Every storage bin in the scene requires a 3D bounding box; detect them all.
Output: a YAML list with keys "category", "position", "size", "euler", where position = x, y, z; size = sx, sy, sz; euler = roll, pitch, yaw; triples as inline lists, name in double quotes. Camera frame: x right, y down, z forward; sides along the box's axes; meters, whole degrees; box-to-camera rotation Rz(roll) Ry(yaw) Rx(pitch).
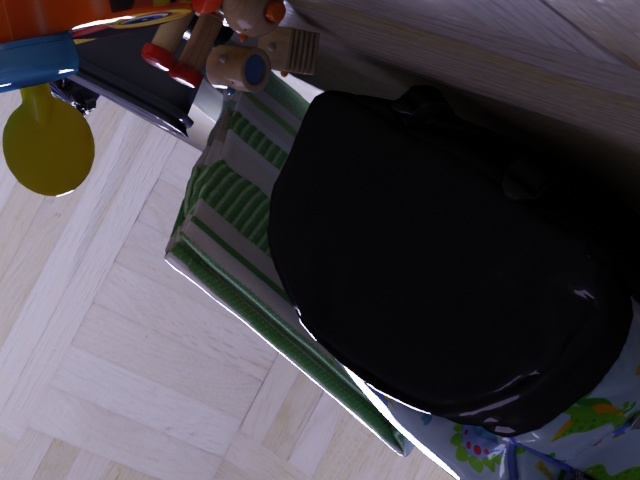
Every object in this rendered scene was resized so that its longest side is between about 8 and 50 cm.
- category: "storage bin"
  position: [-0.139, -0.147, 1.331]
  size: [0.135, 0.091, 0.098]
  euler: [28, 178, 5]

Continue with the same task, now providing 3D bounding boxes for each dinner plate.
- category: "dinner plate"
  position: [-0.097, -0.141, 1.477]
  size: [0.141, 0.017, 0.141]
  euler: [42, -164, -15]

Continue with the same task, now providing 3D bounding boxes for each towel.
- category: "towel"
  position: [0.000, 0.000, 1.352]
  size: [0.248, 0.038, 0.325]
  euler: [40, -156, -15]

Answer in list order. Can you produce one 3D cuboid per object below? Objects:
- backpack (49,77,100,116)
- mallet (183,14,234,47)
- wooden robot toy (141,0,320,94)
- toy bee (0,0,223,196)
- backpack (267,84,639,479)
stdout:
- category: "backpack"
  position: [-0.229, -0.181, 1.515]
  size: [0.114, 0.105, 0.084]
  euler: [35, 173, -39]
- category: "mallet"
  position: [-0.142, -0.169, 1.211]
  size: [0.189, 0.039, 0.062]
  euler: [17, 177, 32]
- category: "wooden robot toy"
  position: [-0.049, -0.125, 1.039]
  size: [0.079, 0.076, 0.173]
  euler: [12, 169, 40]
- category: "toy bee"
  position: [-0.133, -0.120, 0.937]
  size: [0.298, 0.195, 0.162]
  euler: [14, -164, 33]
- category: "backpack"
  position: [0.159, 0.075, 1.168]
  size: [0.355, 0.273, 0.290]
  euler: [10, -163, -43]
